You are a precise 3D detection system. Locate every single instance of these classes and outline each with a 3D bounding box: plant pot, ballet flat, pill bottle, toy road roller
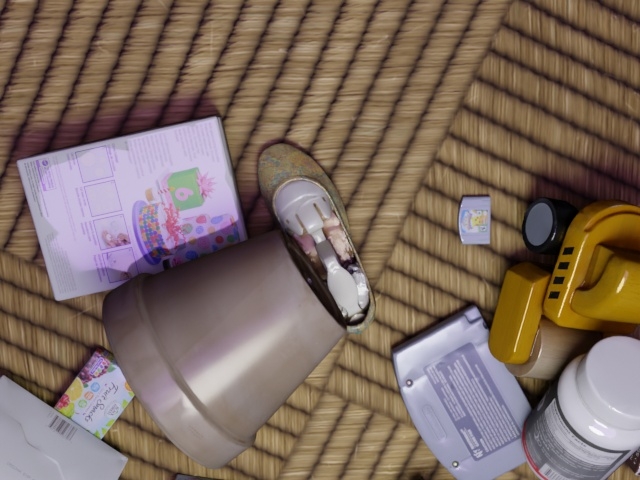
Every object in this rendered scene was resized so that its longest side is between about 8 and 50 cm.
[{"bbox_3d":[-0.124,0.136,1.399,0.280,0.323,0.323,-34,99,6],"label":"plant pot"},{"bbox_3d":[0.000,0.000,1.518,0.123,0.123,0.349,-24,100,3],"label":"ballet flat"},{"bbox_3d":[0.433,0.275,1.446,0.161,0.161,0.283,9,144,-3],"label":"pill bottle"},{"bbox_3d":[0.435,0.096,1.463,0.202,0.240,0.330,9,104,-22],"label":"toy road roller"}]

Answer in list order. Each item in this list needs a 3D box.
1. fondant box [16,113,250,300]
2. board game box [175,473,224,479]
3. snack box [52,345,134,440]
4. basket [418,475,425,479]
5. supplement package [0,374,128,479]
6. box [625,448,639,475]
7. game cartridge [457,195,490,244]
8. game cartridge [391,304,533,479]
[{"bbox_3d":[-0.299,-0.057,1.510,0.330,0.096,0.238,-12,100,1],"label":"fondant box"},{"bbox_3d":[-0.122,0.597,1.647,0.317,0.066,0.319,7,100,-3],"label":"board game box"},{"bbox_3d":[-0.386,0.270,1.595,0.100,0.037,0.141,36,98,-9],"label":"snack box"},{"bbox_3d":[0.131,0.537,1.556,0.226,0.204,0.154,-35,105,-4],"label":"basket"},{"bbox_3d":[-0.491,0.392,1.516,0.262,0.204,0.145,37,115,-8],"label":"supplement package"},{"bbox_3d":[0.598,0.301,1.544,0.167,0.203,0.169,15,99,-4],"label":"box"},{"bbox_3d":[0.263,-0.034,1.570,0.055,0.017,0.083,-1,100,2],"label":"game cartridge"},{"bbox_3d":[0.253,0.282,1.608,0.196,0.060,0.294,-29,100,0],"label":"game cartridge"}]
